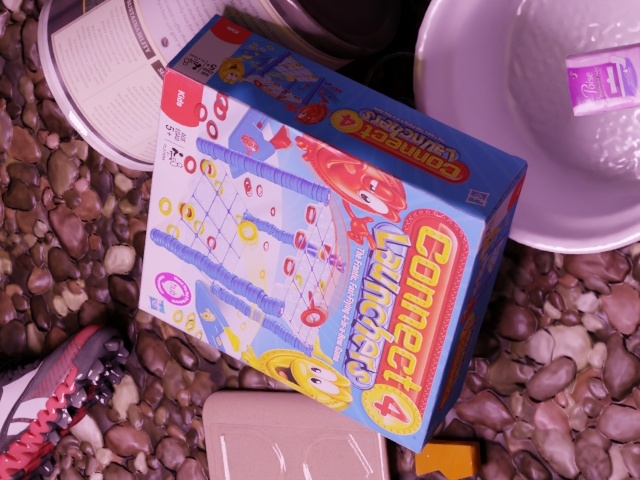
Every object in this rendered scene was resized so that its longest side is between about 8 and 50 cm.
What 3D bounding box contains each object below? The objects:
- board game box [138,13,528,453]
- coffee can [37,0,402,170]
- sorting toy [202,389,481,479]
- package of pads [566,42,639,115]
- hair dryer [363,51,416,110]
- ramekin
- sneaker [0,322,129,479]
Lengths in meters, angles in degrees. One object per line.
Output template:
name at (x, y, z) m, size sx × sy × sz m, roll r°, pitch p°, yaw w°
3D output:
board game box at (0.000, 0.000, 1.727) m, size 0.302 × 0.086 × 0.308 m, roll 26°, pitch 137°, yaw 15°
coffee can at (-0.094, -0.206, 1.815) m, size 0.275 × 0.201 × 0.202 m, roll -26°, pitch 88°, yaw 33°
sorting toy at (0.025, 0.265, 1.962) m, size 0.307 × 0.041 × 0.229 m, roll 0°, pitch 98°, yaw 31°
package of pads at (0.238, -0.129, 1.572) m, size 0.083 × 0.032 × 0.050 m, roll -7°, pitch 96°, yaw 33°
hair dryer at (0.039, -0.011, 1.856) m, size 0.223 × 0.080 × 0.294 m, roll -16°, pitch 94°, yaw 33°
ramekin at (0.230, -0.137, 1.675) m, size 0.277 × 0.135 × 0.277 m, roll 9°, pitch 107°, yaw 30°
sneaker at (-0.310, 0.165, 2.102) m, size 0.135 × 0.097 × 0.276 m, roll 47°, pitch 122°, yaw 10°
